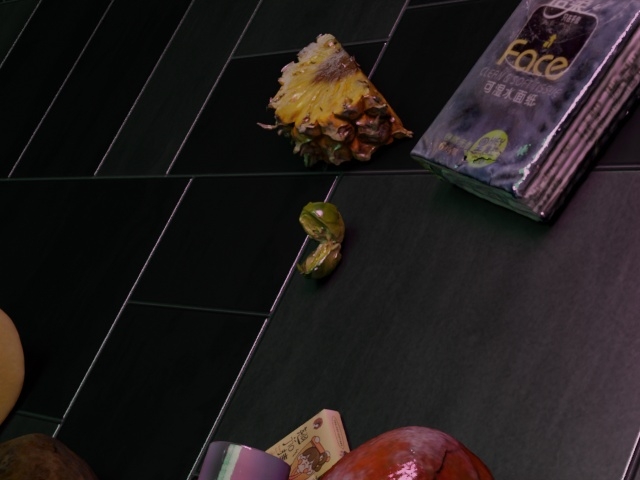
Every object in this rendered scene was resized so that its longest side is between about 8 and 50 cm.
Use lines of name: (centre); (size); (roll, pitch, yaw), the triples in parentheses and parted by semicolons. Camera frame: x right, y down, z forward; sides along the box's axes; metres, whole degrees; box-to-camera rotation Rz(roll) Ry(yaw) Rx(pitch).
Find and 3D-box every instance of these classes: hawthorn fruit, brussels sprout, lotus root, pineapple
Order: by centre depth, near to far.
hawthorn fruit: (0.064, 0.233, 1.128); (0.173, 0.173, 0.172); (-29, 40, 27)
lotus root: (-0.293, 0.310, 1.454); (0.160, 0.152, 0.275); (-33, 39, 8)
brussels sprout: (0.001, 0.001, 1.517); (0.046, 0.051, 0.083); (152, 123, -75)
pineapple: (0.003, -0.144, 1.629); (0.135, 0.079, 0.233); (-37, 30, 2)

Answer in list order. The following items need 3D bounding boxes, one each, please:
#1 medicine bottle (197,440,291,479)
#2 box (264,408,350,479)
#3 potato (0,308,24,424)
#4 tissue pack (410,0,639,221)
medicine bottle: (-0.089, 0.281, 1.287); (0.119, 0.094, 0.188); (0, 63, 38)
box: (-0.036, 0.226, 1.366); (0.149, 0.020, 0.073); (-37, 36, 16)
potato: (-0.474, 0.164, 1.791); (0.158, 0.178, 0.203); (2, 76, 66)
tissue pack: (0.216, -0.141, 1.391); (0.235, 0.073, 0.173); (-53, 36, -5)
